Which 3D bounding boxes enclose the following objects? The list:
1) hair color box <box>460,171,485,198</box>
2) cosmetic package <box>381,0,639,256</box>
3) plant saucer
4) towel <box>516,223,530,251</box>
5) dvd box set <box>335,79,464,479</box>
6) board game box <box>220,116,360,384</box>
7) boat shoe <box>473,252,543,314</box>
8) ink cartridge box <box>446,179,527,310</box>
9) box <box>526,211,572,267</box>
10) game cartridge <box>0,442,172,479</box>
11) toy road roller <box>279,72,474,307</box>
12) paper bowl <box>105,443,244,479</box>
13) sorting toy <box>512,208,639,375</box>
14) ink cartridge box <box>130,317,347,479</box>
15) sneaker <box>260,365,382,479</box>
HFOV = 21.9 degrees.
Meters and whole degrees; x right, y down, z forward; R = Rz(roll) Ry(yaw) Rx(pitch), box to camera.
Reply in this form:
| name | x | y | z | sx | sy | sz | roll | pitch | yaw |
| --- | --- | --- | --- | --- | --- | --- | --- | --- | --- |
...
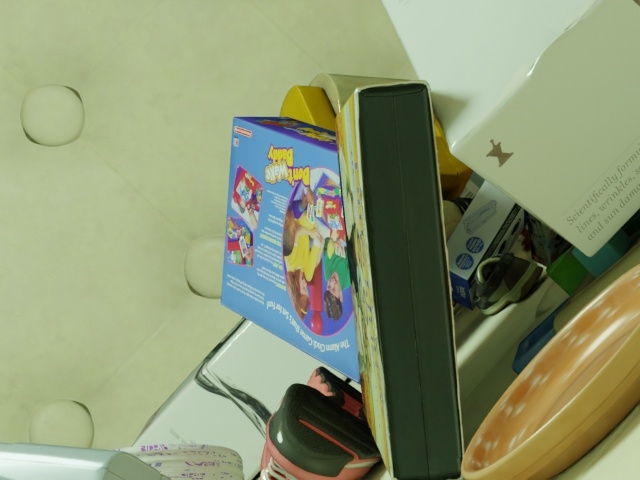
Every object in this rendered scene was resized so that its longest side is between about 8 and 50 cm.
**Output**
| name | x | y | z | sx | sy | sz | roll | pitch | yaw |
| --- | --- | --- | --- | --- | --- | --- | --- | --- | --- |
| hair color box | 0.151 | -0.057 | 2.324 | 0.113 | 0.185 | 0.374 | -47 | 2 | -3 |
| cosmetic package | 0.194 | -0.178 | 1.359 | 0.217 | 0.156 | 0.385 | -47 | 24 | 17 |
| plant saucer | 0.172 | 0.091 | 1.075 | 0.200 | 0.037 | 0.200 | -47 | 1 | 1 |
| towel | 0.344 | -0.133 | 1.925 | 0.329 | 0.037 | 0.237 | -47 | 1 | 14 |
| dvd box set | 0.061 | 0.029 | 1.430 | 0.062 | 0.308 | 0.420 | -6 | 2 | -1 |
| board game box | 0.000 | 0.000 | 1.851 | 0.347 | 0.078 | 0.233 | 25 | 113 | 59 |
| boat shoe | 0.184 | 0.038 | 1.690 | 0.056 | 0.049 | 0.152 | -50 | 1 | -18 |
| ink cartridge box | 0.196 | -0.033 | 1.787 | 0.207 | 0.046 | 0.097 | -57 | -19 | -15 |
| box | 0.254 | -0.048 | 1.624 | 0.137 | 0.027 | 0.094 | -47 | -31 | -20 |
| game cartridge | -0.192 | 0.269 | 1.558 | 0.198 | 0.297 | 0.062 | -3 | 58 | 23 |
| toy road roller | 0.062 | -0.025 | 2.032 | 0.240 | 0.202 | 0.329 | -63 | 35 | 41 |
| paper bowl | -0.220 | 0.333 | 1.885 | 0.284 | 0.148 | 0.284 | -8 | -19 | -3 |
| sorting toy | 0.263 | -0.026 | 1.313 | 0.348 | 0.047 | 0.196 | -45 | 3 | 36 |
| ink cartridge box | -0.082 | 0.200 | 2.437 | 0.395 | 0.166 | 0.285 | -47 | 1 | 4 |
| sneaker | -0.006 | 0.221 | 1.649 | 0.136 | 0.116 | 0.314 | -57 | -6 | 6 |
